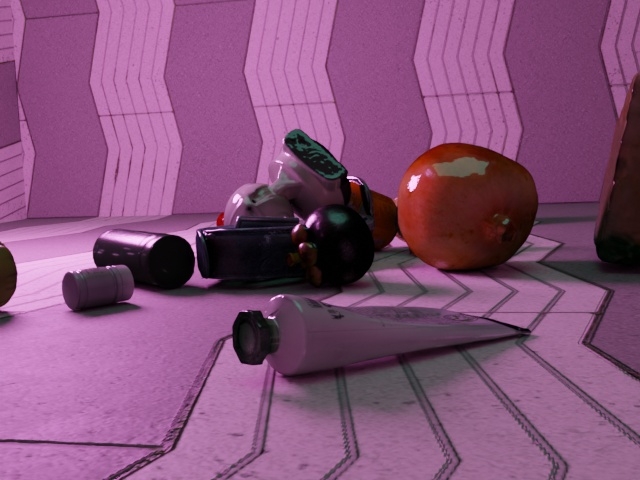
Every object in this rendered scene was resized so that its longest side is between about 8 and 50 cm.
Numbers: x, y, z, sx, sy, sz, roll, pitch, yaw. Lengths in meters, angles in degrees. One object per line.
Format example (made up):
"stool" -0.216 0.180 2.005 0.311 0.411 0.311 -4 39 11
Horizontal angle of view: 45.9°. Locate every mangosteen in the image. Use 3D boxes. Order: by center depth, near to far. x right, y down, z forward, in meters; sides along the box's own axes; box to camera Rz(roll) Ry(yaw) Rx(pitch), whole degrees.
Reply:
"mangosteen" 0.013 0.012 1.240 0.151 0.137 0.137 -20 11 -16

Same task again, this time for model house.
"model house" 0.700 -0.101 1.369 0.342 0.335 0.382 10 4 17

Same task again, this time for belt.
"belt" -0.111 0.013 1.338 0.206 0.116 0.267 1 4 33

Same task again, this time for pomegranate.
"pomegranate" 0.269 -0.054 1.358 0.252 0.229 0.270 4 13 -27

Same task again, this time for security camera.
"security camera" -0.087 -0.075 1.631 0.277 0.197 0.191 -40 -19 -22

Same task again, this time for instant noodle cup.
"instant noodle cup" 0.101 -0.050 1.739 0.125 0.178 0.208 11 28 -37

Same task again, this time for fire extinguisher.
"fire extinguisher" -0.341 0.032 1.393 0.311 0.095 0.114 6 -34 50

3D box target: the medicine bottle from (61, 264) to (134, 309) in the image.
"medicine bottle" -0.334 0.069 1.134 0.091 0.058 0.058 -7 7 -44

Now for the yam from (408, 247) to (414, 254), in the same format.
"yam" 0.257 -0.005 1.607 0.141 0.079 0.079 -1 5 18

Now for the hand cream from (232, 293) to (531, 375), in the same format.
"hand cream" 0.065 0.091 0.782 0.336 0.076 0.121 2 7 -38

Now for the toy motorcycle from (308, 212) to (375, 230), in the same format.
"toy motorcycle" -0.001 -0.006 1.531 0.204 0.108 0.239 -1 5 13

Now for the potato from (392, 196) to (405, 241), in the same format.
"potato" 0.262 -0.045 1.837 0.234 0.128 0.161 4 23 21

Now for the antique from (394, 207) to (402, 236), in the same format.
"antique" 0.259 -0.053 1.680 0.183 0.088 0.086 11 48 0

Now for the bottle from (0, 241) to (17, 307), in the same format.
"bottle" -0.554 0.061 1.036 0.112 0.112 0.260 1 7 31

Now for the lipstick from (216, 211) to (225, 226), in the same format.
"lipstick" -0.272 -0.049 2.327 0.073 0.073 0.279 -4 6 -16
